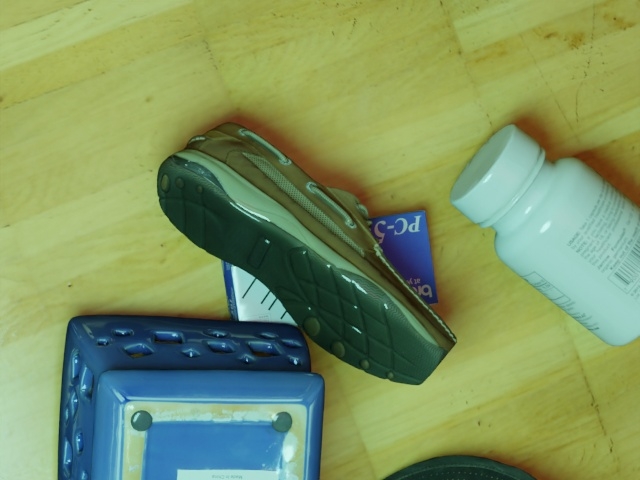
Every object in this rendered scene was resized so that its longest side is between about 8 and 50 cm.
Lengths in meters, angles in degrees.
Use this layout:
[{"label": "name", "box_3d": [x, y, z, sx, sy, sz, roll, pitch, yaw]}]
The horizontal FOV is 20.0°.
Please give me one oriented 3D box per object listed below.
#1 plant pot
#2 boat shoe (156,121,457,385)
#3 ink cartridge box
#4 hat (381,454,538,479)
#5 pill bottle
[{"label": "plant pot", "box_3d": [-0.114, 0.203, 1.665, 0.236, 0.212, 0.236, 2, 98, -14]}, {"label": "boat shoe", "box_3d": [0.000, 0.000, 1.721, 0.324, 0.122, 0.120, 39, 54, 1]}, {"label": "ink cartridge box", "box_3d": [0.008, 0.032, 1.811, 0.207, 0.046, 0.097, -8, 89, -14]}, {"label": "hat", "box_3d": [0.125, 0.380, 1.757, 0.331, 0.331, 0.134, -42, 134, -13]}, {"label": "pill bottle", "box_3d": [0.249, -0.009, 1.831, 0.229, 0.131, 0.131, 38, 79, -10]}]
